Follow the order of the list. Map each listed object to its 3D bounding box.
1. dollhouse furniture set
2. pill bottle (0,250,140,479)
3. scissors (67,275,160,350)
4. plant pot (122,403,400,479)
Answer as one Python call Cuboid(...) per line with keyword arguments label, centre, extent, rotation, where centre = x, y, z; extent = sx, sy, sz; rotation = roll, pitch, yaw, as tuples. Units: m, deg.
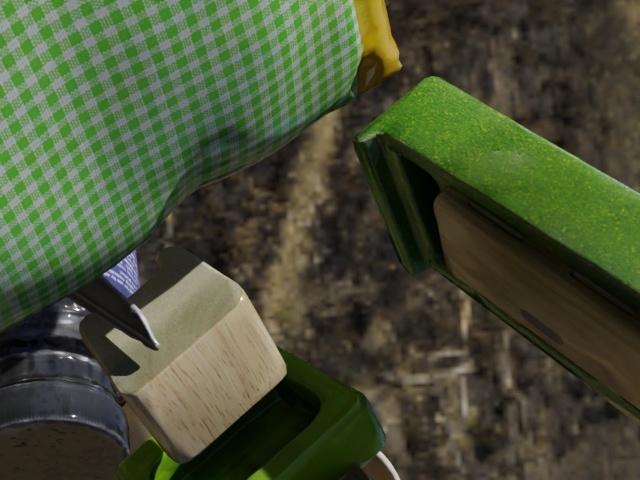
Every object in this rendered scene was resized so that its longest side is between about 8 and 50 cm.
Cuboid(label="dollhouse furniture set", centre=(0.000, 0.000, 0.420), extent=(0.197, 0.151, 0.301), rotation=(-41, 142, -13))
Cuboid(label="pill bottle", centre=(-0.164, 0.035, 0.834), extent=(0.123, 0.122, 0.219), rotation=(59, 15, -50))
Cuboid(label="scissors", centre=(-0.162, -0.030, 0.548), extent=(0.297, 0.109, 0.021), rotation=(50, 13, 29))
Cuboid(label="plant pot", centre=(-0.094, 0.232, 1.364), extent=(0.274, 0.256, 0.256), rotation=(37, -33, 58))
